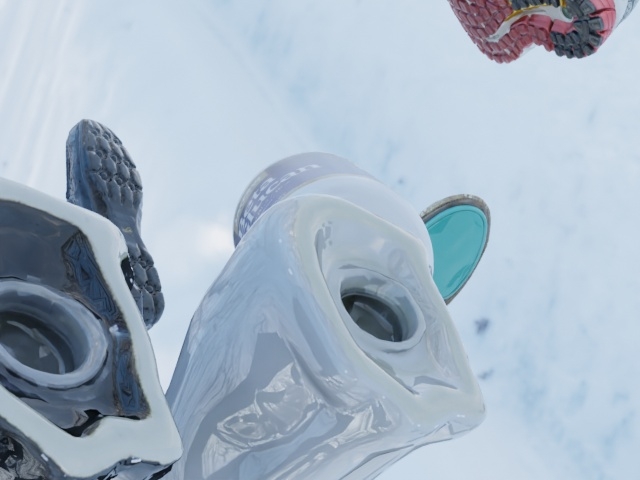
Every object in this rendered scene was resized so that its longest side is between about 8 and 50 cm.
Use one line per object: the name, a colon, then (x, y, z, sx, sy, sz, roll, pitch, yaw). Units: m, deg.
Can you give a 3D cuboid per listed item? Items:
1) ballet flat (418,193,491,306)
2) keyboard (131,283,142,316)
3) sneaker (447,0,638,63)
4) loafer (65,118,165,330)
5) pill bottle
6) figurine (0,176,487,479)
ballet flat: (0.070, 0.034, 1.258, 0.067, 0.073, 0.206, -93, 27, -56)
keyboard: (-0.170, 0.070, 0.725, 0.023, 0.180, 0.108, -100, 10, -67)
sneaker: (0.170, -0.189, 1.217, 0.092, 0.088, 0.225, -39, 26, -17)
loafer: (-0.197, -0.008, 1.417, 0.078, 0.076, 0.223, -34, 55, 28)
pill bottle: (0.000, 0.000, 0.898, 0.169, 0.094, 0.094, -135, 65, -76)
figurine: (-0.082, 0.078, 0.481, 0.209, 0.215, 0.092, -44, 63, 31)
